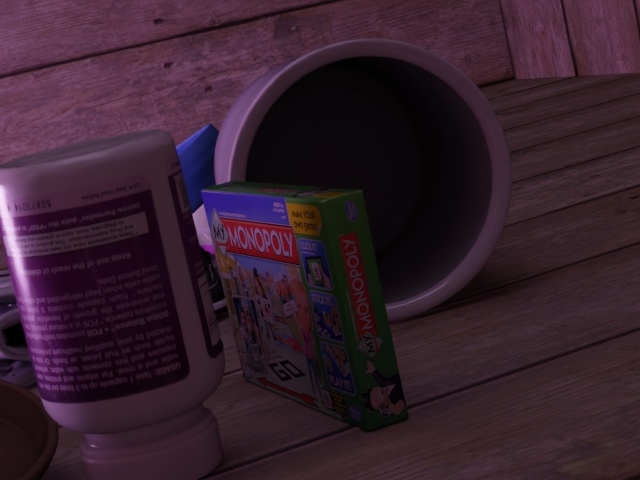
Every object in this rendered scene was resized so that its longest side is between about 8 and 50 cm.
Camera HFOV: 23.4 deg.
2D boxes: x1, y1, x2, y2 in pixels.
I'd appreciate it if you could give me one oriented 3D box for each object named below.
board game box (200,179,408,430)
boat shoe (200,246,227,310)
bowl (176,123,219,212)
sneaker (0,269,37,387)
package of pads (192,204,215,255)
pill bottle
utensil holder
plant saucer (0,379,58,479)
[{"bbox_3d":[-0.023,0.052,1.506,0.046,0.214,0.317,-17,10,-22],"label":"board game box"},{"bbox_3d":[-0.197,0.050,2.120,0.114,0.091,0.302,-17,10,-15],"label":"boat shoe"},{"bbox_3d":[-0.284,-0.016,2.229,0.391,0.077,0.391,-39,9,7],"label":"bowl"},{"bbox_3d":[-0.442,0.112,1.932,0.365,0.137,0.210,-9,7,0],"label":"sneaker"},{"bbox_3d":[-0.180,-0.043,2.628,0.296,0.101,0.229,-3,13,42],"label":"package of pads"},{"bbox_3d":[-0.178,0.065,1.360,0.169,0.302,0.169,-12,9,2],"label":"pill bottle"},{"bbox_3d":[0.031,-0.081,1.929,0.327,0.328,0.385,-14,6,-7],"label":"utensil holder"},{"bbox_3d":[-0.377,0.204,1.407,0.277,0.041,0.278,-2,24,1],"label":"plant saucer"}]
